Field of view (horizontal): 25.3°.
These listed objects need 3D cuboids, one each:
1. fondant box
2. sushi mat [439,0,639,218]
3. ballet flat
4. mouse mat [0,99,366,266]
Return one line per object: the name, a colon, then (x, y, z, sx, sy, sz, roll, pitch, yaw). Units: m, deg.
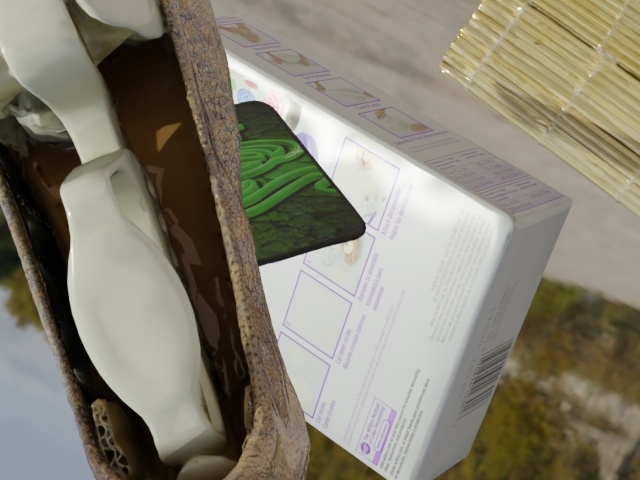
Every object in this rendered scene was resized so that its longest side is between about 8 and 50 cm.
fondant box: (0.000, 0.000, 1.102, 0.330, 0.238, 0.096, 32, -151, 26)
sushi mat: (0.232, -0.085, 0.922, 0.316, 0.151, 0.019, 39, -155, 16)
ballet flat: (-0.079, -0.034, 0.540, 0.106, 0.107, 0.316, 43, -156, -78)
mouse mat: (-0.086, -0.025, 0.828, 0.189, 0.007, 0.152, -14, -138, -23)
